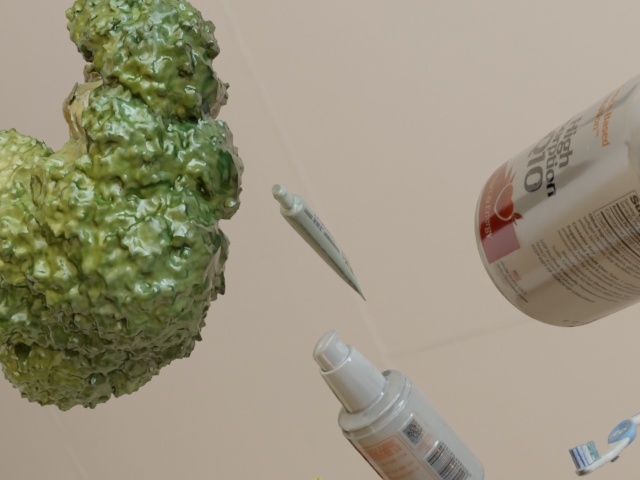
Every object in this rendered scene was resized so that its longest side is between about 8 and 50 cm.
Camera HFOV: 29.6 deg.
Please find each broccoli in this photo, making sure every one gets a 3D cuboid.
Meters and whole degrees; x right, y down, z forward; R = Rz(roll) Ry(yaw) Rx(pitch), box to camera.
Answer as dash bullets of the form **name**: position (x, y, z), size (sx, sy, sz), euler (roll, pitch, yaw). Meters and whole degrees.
- **broccoli**: position (-0.151, -0.056, 0.802), size (0.254, 0.186, 0.302), euler (120, -31, -62)

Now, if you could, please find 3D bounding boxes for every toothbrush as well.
- **toothbrush**: position (0.395, 0.254, 1.571), size (0.040, 0.386, 0.040), euler (1, -88, 30)

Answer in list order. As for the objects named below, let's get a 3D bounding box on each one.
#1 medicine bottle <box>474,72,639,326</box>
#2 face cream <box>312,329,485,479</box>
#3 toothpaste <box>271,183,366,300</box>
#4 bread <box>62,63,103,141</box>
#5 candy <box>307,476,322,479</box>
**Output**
- **medicine bottle**: position (0.254, -0.043, 0.924), size (0.157, 0.157, 0.288), euler (59, -33, 4)
- **face cream**: position (0.075, 0.200, 1.354), size (0.101, 0.101, 0.252), euler (-22, -65, 43)
- **toothpaste**: position (0.000, 0.000, 1.711), size (0.037, 0.255, 0.067), euler (-32, -136, 8)
- **bread**: position (-0.216, -0.068, 1.165), size (0.088, 0.128, 0.232), euler (13, -41, -13)
- **candy**: position (-0.104, 0.452, 1.743), size (0.276, 0.088, 0.146), euler (-23, -87, 18)
